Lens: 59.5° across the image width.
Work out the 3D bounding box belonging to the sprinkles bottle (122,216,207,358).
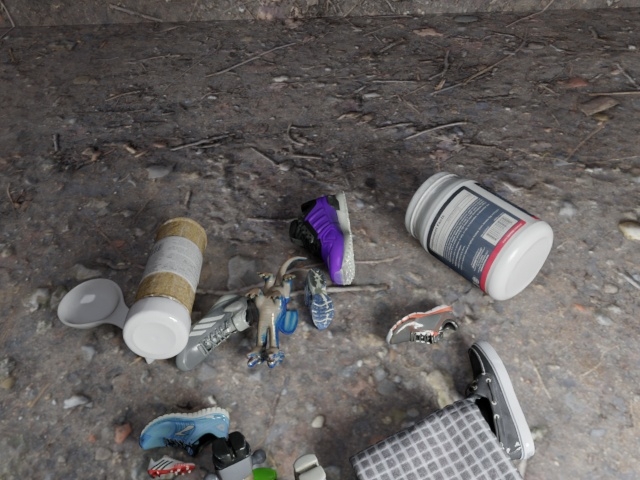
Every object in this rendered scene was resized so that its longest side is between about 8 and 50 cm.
[{"bbox_3d":[-0.316,0.085,1.182,0.121,0.121,0.355,-6,33,0],"label":"sprinkles bottle"}]

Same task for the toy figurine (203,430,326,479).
[{"bbox_3d":[-0.091,0.405,0.802,0.213,0.148,0.209,8,40,15],"label":"toy figurine"}]

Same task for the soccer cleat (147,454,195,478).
[{"bbox_3d":[-0.261,0.392,0.981,0.083,0.029,0.035,-9,49,2],"label":"soccer cleat"}]

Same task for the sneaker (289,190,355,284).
[{"bbox_3d":[0.000,0.000,1.308,0.146,0.102,0.293,-6,39,2],"label":"sneaker"}]

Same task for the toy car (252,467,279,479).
[{"bbox_3d":[-0.090,0.471,0.868,0.239,0.053,0.225,-4,44,1],"label":"toy car"}]

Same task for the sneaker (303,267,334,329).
[{"bbox_3d":[-0.008,0.131,1.210,0.052,0.058,0.135,5,62,-24],"label":"sneaker"}]

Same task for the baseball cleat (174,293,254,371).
[{"bbox_3d":[-0.210,0.183,1.143,0.109,0.072,0.206,-1,41,34],"label":"baseball cleat"}]

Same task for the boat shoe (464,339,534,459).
[{"bbox_3d":[0.302,0.285,1.008,0.076,0.080,0.228,-9,52,-6],"label":"boat shoe"}]

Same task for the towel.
[{"bbox_3d":[0.201,0.406,0.838,0.235,0.121,0.283,-26,48,-6],"label":"towel"}]

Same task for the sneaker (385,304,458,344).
[{"bbox_3d":[0.209,0.181,1.129,0.158,0.061,0.065,-20,53,-14],"label":"sneaker"}]

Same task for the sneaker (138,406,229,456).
[{"bbox_3d":[-0.243,0.349,0.999,0.162,0.063,0.073,-11,48,-5],"label":"sneaker"}]

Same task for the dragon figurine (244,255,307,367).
[{"bbox_3d":[-0.094,0.144,1.173,0.085,0.144,0.289,2,26,10],"label":"dragon figurine"}]

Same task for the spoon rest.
[{"bbox_3d":[-0.447,0.160,1.193,0.276,0.084,0.137,24,51,25],"label":"spoon rest"}]

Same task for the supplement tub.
[{"bbox_3d":[0.339,-0.016,1.220,0.191,0.191,0.272,-32,50,-24],"label":"supplement tub"}]
